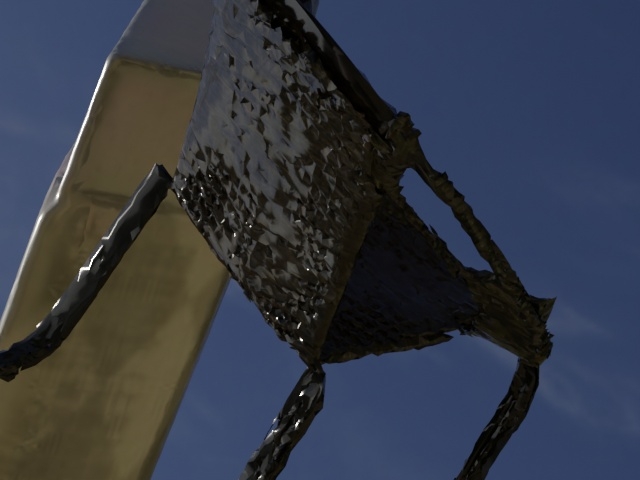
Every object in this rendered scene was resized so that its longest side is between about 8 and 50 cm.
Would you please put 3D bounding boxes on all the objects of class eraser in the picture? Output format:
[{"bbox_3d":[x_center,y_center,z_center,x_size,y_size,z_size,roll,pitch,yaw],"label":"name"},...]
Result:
[{"bbox_3d":[-0.109,0.078,0.853,0.082,0.213,0.396,21,-70,-4],"label":"eraser"}]

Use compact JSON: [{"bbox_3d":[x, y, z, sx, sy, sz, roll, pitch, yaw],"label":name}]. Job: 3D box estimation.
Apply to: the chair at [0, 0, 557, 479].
[{"bbox_3d":[0.000,0.000,0.617,0.149,0.174,0.213,-12,-39,-38],"label":"chair"}]
